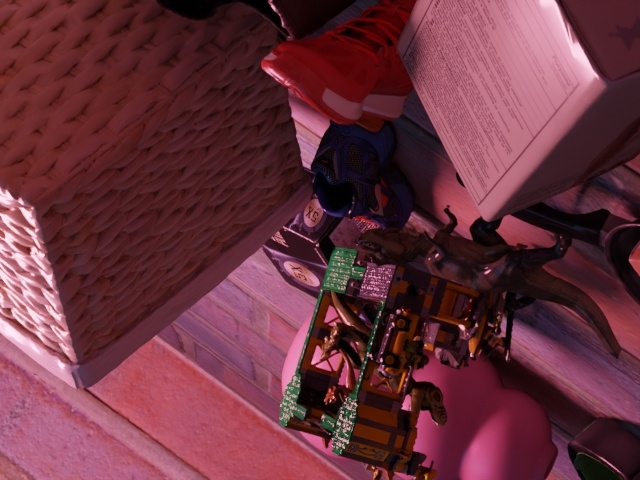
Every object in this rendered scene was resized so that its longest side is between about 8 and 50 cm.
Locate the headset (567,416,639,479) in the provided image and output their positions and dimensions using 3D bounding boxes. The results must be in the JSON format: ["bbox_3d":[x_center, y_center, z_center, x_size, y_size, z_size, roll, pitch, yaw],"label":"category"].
[{"bbox_3d":[0.407,0.369,1.918,0.394,0.185,0.243,43,169,29],"label":"headset"}]

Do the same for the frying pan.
[{"bbox_3d":[0.280,0.026,1.470,0.326,0.053,0.197,22,157,44],"label":"frying pan"}]

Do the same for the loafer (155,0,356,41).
[{"bbox_3d":[-0.109,-0.255,1.393,0.366,0.130,0.134,24,159,41],"label":"loafer"}]

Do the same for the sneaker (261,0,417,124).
[{"bbox_3d":[0.038,-0.160,1.300,0.087,0.128,0.221,37,-166,10],"label":"sneaker"}]

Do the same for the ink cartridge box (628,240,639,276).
[{"bbox_3d":[0.339,0.056,1.310,0.179,0.045,0.145,12,147,53],"label":"ink cartridge box"}]

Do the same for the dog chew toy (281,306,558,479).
[{"bbox_3d":[0.124,0.194,2.057,0.332,0.207,0.206,24,161,17],"label":"dog chew toy"}]

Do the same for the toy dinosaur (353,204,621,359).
[{"bbox_3d":[0.170,0.011,1.594,0.268,0.064,0.118,21,125,1],"label":"toy dinosaur"}]

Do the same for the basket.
[{"bbox_3d":[-0.238,-0.102,1.654,0.328,0.331,0.266,33,152,30],"label":"basket"}]

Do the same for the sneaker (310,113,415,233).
[{"bbox_3d":[0.032,-0.055,1.731,0.083,0.087,0.221,31,163,27],"label":"sneaker"}]

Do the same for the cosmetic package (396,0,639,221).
[{"bbox_3d":[0.156,-0.133,1.079,0.153,0.129,0.296,65,168,8],"label":"cosmetic package"}]

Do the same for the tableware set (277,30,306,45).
[{"bbox_3d":[-0.006,-0.167,1.623,0.104,0.024,0.154,44,163,-31],"label":"tableware set"}]

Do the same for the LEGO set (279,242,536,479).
[{"bbox_3d":[0.103,0.131,1.778,0.192,0.255,0.331,18,169,-14],"label":"LEGO set"}]

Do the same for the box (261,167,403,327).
[{"bbox_3d":[0.000,0.000,1.973,0.147,0.077,0.180,26,161,38],"label":"box"}]
